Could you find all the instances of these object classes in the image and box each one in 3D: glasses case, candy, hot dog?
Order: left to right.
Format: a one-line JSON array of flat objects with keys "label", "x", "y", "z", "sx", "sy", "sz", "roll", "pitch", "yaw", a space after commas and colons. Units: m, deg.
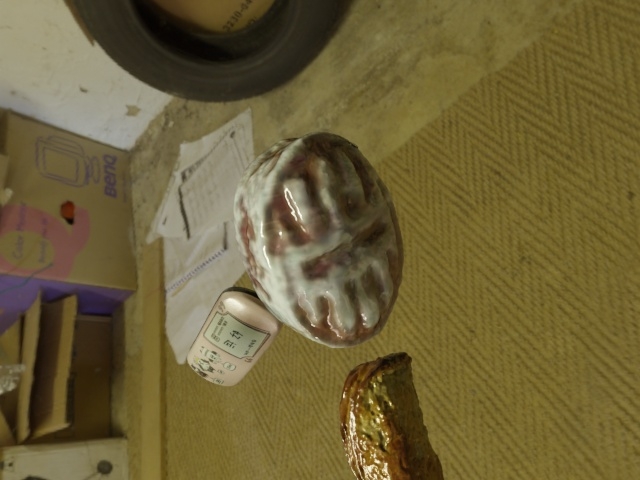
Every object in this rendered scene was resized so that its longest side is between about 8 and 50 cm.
[{"label": "glasses case", "x": -0.165, "y": 0.185, "z": 0.939, "sx": 0.314, "sy": 0.122, "sz": 0.075, "roll": -53, "pitch": 12, "yaw": 45}, {"label": "candy", "x": 0.000, "y": 0.000, "z": 0.685, "sx": 0.157, "sy": 0.214, "sz": 0.290, "roll": 12, "pitch": 126, "yaw": 55}, {"label": "hot dog", "x": 0.118, "y": 0.330, "z": 0.869, "sx": 0.114, "sy": 0.175, "sz": 0.259, "roll": -21, "pitch": 76, "yaw": 38}]
